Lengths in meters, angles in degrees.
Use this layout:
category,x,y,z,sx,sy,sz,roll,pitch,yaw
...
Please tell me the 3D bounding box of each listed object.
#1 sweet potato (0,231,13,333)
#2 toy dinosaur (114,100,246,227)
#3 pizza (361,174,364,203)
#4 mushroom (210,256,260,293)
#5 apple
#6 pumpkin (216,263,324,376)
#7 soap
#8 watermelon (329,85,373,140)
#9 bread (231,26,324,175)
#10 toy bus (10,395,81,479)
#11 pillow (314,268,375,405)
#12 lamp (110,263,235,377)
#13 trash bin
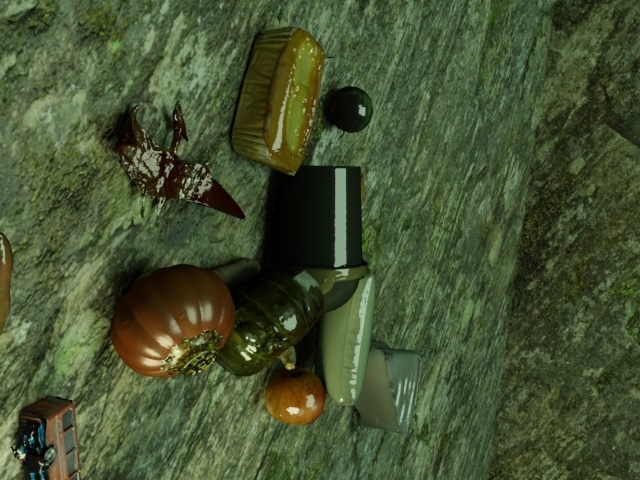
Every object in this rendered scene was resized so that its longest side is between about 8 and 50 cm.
category,x,y,z,sx,sy,sz,roll,pitch,yaw
sweet potato,-0.474,0.088,1.168,0.050,0.050,0.214,-12,115,-58
toy dinosaur,-0.245,-0.116,1.427,0.207,0.112,0.327,-57,145,-33
pizza,0.044,-0.061,1.983,0.127,0.058,0.246,42,65,-57
mushroom,-0.183,0.081,1.641,0.209,0.071,0.084,-25,126,-59
apple,-0.057,0.353,1.857,0.146,0.146,0.147,-26,121,-54
pumpkin,-0.105,0.174,1.606,0.260,0.189,0.260,-42,172,-7
soap,0.146,0.410,2.216,0.302,0.158,0.258,18,86,-58
watermelon,0.069,-0.297,1.910,0.105,0.105,0.133,-2,114,-59
bread,-0.080,-0.287,1.647,0.152,0.119,0.288,22,80,-63
toy bus,-0.432,0.373,1.306,0.096,0.073,0.235,-34,127,-59
pillow,0.059,0.227,1.944,0.255,0.119,0.323,148,-48,-78
lamp,-0.254,0.141,1.406,0.223,0.196,0.223,-27,151,-17
trash bin,0.000,0.000,1.783,0.214,0.214,0.334,-5,98,-59
